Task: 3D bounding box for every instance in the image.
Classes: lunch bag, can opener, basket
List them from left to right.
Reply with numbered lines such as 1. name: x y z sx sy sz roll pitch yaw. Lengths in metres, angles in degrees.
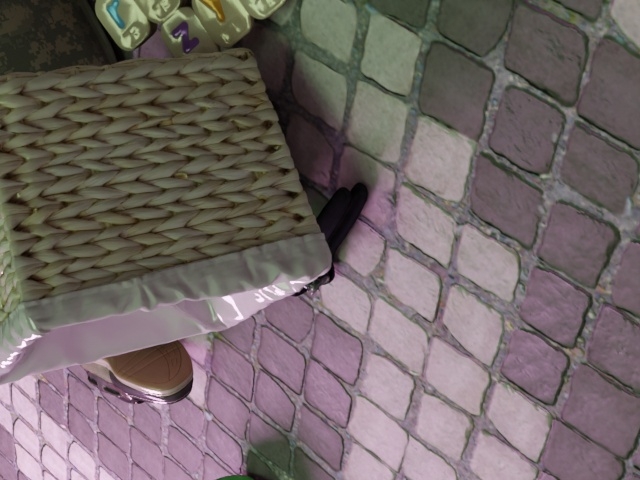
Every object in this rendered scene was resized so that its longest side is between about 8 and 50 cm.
1. lunch bag: -0.400 -0.229 1.454 0.169 0.235 0.287 -21 97 54
2. basket: -0.215 -0.022 1.265 0.328 0.331 0.266 -33 70 62
3. can opener: 0.000 0.000 1.317 0.073 0.059 0.186 49 141 13

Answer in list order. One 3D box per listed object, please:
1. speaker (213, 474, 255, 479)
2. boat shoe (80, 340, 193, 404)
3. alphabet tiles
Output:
1. speaker: -0.100 0.495 1.703 0.131 0.131 0.296 2 116 47
2. boat shoe: -0.269 0.191 1.709 0.285 0.103 0.092 12 128 47
3. alphabet tiles: -0.160 -0.329 1.242 0.284 0.021 0.278 -33 94 37
